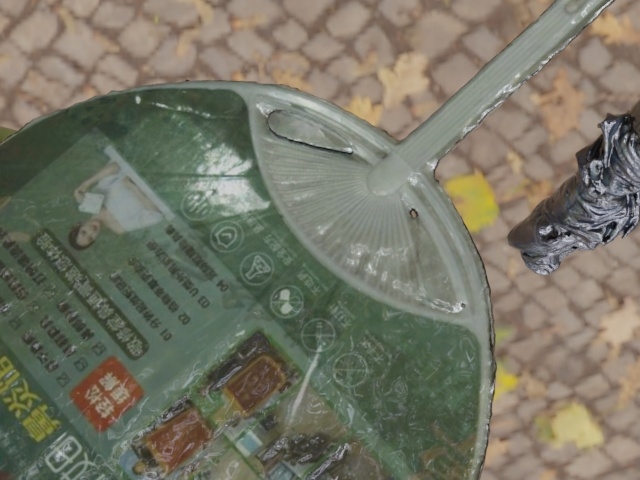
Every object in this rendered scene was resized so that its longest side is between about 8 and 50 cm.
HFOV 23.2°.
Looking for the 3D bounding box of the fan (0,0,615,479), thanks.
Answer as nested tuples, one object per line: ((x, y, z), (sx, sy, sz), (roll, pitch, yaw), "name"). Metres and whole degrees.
((-0.003, 0.032, 0.534), (0.294, 0.223, 0.012), (-15, 159, 5), "fan")

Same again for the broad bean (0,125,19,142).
((-0.296, -0.023, 1.238), (0.228, 0.169, 0.100), (5, 138, -10), "broad bean")

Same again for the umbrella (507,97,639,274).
((0.226, -0.043, 1.210), (0.080, 0.071, 0.224), (-32, 165, -29), "umbrella")
